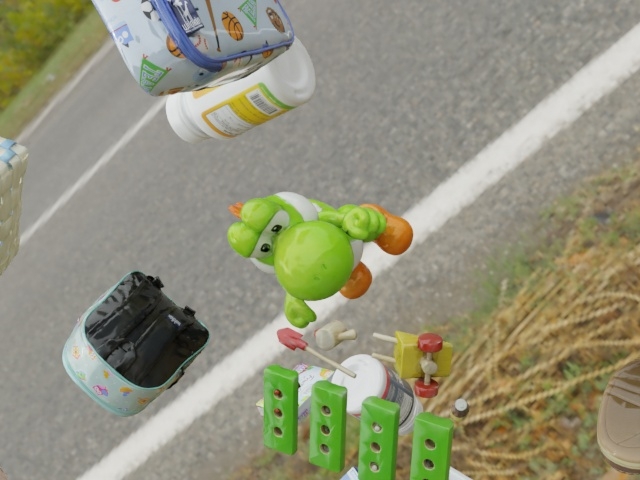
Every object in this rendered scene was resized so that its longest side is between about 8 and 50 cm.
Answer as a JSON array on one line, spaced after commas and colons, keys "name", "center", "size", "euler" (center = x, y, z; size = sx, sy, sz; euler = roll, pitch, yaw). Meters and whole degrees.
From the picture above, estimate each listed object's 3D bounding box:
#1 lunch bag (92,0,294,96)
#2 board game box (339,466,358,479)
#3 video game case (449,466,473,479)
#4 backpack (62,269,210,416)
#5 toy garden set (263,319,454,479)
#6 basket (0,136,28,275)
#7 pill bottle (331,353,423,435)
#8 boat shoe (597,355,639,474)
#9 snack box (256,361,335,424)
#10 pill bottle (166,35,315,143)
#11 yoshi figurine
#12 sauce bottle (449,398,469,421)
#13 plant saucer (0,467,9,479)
[{"name": "lunch bag", "center": [-0.167, -0.310, 1.259], "size": [0.115, 0.243, 0.303], "euler": [-25, 3, 27]}, {"name": "board game box", "center": [0.070, 0.509, 1.751], "size": [0.136, 0.035, 0.201], "euler": [-48, 51, 13]}, {"name": "video game case", "center": [0.270, 0.545, 1.996], "size": [0.190, 0.022, 0.173], "euler": [24, 105, 44]}, {"name": "backpack", "center": [-0.275, 0.156, 1.455], "size": [0.144, 0.166, 0.188], "euler": [-43, 6, 27]}, {"name": "toy garden set", "center": [0.048, 0.179, 1.193], "size": [0.244, 0.203, 0.049], "euler": [14, 25, 28]}, {"name": "basket", "center": [-0.551, -0.056, 1.372], "size": [0.201, 0.289, 0.254], "euler": [-84, 8, -61]}, {"name": "pill bottle", "center": [0.107, 0.282, 1.822], "size": [0.108, 0.180, 0.108], "euler": [-17, 56, 26]}, {"name": "boat shoe", "center": [0.451, 0.208, 1.339], "size": [0.123, 0.123, 0.342], "euler": [14, 36, 26]}, {"name": "snack box", "center": [-0.045, 0.307, 2.045], "size": [0.100, 0.037, 0.141], "euler": [9, 39, 42]}, {"name": "pill bottle", "center": [-0.141, -0.251, 1.727], "size": [0.246, 0.136, 0.136], "euler": [-20, 36, 36]}, {"name": "yoshi figurine", "center": [0.012, 0.024, 1.475], "size": [0.203, 0.362, 0.203], "euler": [-4, 84, 29]}, {"name": "sauce bottle", "center": [0.302, 0.366, 2.217], "size": [0.042, 0.042, 0.128], "euler": [-54, -13, -9]}, {"name": "plant saucer", "center": [-0.415, 0.361, 1.327], "size": [0.029, 0.168, 0.168], "euler": [-24, 7, -33]}]
